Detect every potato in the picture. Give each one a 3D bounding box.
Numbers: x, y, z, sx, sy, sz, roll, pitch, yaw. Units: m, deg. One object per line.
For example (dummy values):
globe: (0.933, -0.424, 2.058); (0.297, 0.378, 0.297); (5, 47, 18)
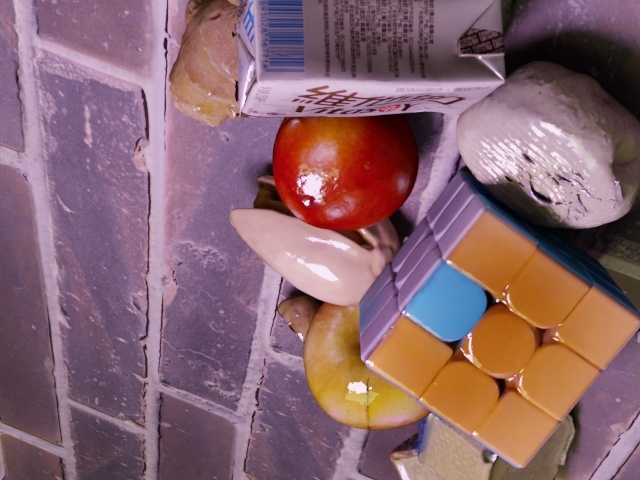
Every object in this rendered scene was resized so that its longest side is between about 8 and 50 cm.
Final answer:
potato: (0.006, 0.173, 2.211); (0.200, 0.081, 0.164); (43, -176, -28)

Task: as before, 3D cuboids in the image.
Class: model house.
model house: (0.303, 0.387, 2.225); (0.266, 0.261, 0.321); (33, 133, 35)

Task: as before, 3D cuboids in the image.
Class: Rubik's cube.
Rubik's cube: (0.253, 0.107, 1.727); (0.292, 0.290, 0.291); (35, 103, -7)

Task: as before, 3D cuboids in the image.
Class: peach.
peach: (0.038, -0.119, 1.728); (0.199, 0.243, 0.243); (8, 142, 47)

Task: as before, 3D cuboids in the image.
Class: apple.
apple: (0.108, 0.206, 2.050); (0.286, 0.286, 0.233); (17, 164, 13)

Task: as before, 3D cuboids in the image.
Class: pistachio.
pistachio: (0.000, 0.000, 1.941); (0.299, 0.187, 0.187); (29, 144, 11)

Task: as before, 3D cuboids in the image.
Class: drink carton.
drink carton: (0.054, -0.237, 1.497); (0.325, 0.132, 0.194); (-2, 175, -10)

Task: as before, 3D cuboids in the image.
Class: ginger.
ginger: (-0.102, -0.294, 1.691); (0.354, 0.126, 0.190); (-20, 89, 37)

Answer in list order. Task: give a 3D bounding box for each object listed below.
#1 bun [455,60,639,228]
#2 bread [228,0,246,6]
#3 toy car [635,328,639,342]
bun: (0.326, -0.134, 1.600); (0.273, 0.168, 0.273); (28, 151, 17)
bread: (-0.198, -0.482, 1.458); (0.389, 0.236, 0.183); (31, 160, -20)
toy car: (0.561, 0.182, 1.949); (0.041, 0.025, 0.093); (-4, 134, 33)
